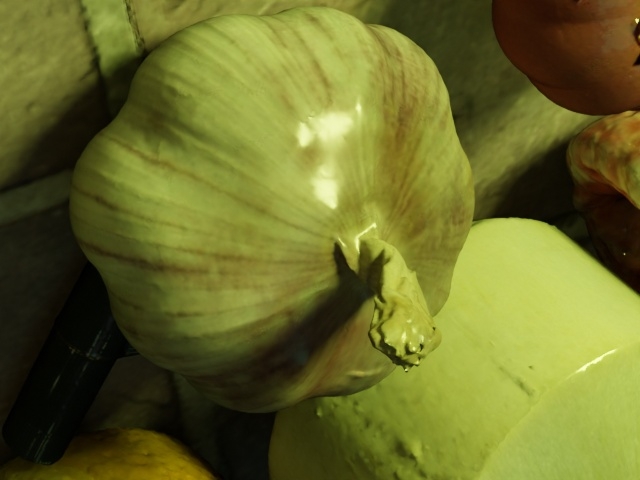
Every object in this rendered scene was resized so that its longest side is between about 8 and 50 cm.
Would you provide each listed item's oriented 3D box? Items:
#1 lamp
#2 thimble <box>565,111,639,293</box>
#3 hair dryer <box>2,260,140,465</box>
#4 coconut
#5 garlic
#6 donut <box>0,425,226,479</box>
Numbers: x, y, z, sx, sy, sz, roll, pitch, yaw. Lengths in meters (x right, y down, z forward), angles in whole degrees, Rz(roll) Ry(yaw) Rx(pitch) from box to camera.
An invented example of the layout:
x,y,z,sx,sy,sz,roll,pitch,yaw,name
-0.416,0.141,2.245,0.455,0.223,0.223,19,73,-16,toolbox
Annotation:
x,y,z,sx,sy,sz,roll,pitch,yaw,name
0.175,-0.165,1.034,0.182,0.140,0.182,-18,121,-33,lamp
0.291,-0.010,1.200,0.162,0.239,0.239,-31,141,-6,thimble
-0.095,0.069,1.132,0.195,0.050,0.173,5,127,-44,hair dryer
0.128,0.146,1.156,0.323,0.323,0.323,-21,139,-20,coconut
0.000,0.000,0.954,0.245,0.253,0.245,-11,115,-24,garlic
-0.173,0.248,1.201,0.303,0.110,0.303,-19,137,-18,donut
